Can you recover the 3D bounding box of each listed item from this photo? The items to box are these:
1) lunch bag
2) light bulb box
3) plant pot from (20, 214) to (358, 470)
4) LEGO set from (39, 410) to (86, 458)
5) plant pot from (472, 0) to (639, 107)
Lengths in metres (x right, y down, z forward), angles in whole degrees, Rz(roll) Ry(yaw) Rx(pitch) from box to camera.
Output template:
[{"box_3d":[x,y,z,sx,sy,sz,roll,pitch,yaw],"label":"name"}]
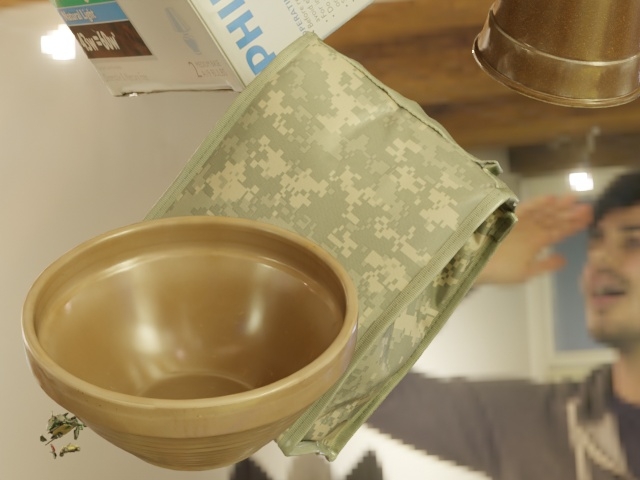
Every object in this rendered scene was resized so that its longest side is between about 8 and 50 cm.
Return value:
[{"box_3d":[0.000,0.000,1.569,0.235,0.287,0.169,41,6,18],"label":"lunch bag"},{"box_3d":[-0.065,-0.328,1.835,0.361,0.225,0.358,-39,19,-19],"label":"light bulb box"},{"box_3d":[-0.091,0.088,1.347,0.237,0.110,0.237,-1,32,1],"label":"plant pot"},{"box_3d":[-0.271,0.198,1.964,0.054,0.023,0.083,-5,-34,-29],"label":"LEGO set"},{"box_3d":[0.236,-0.234,1.727,0.167,0.165,0.167,7,32,-4],"label":"plant pot"}]
